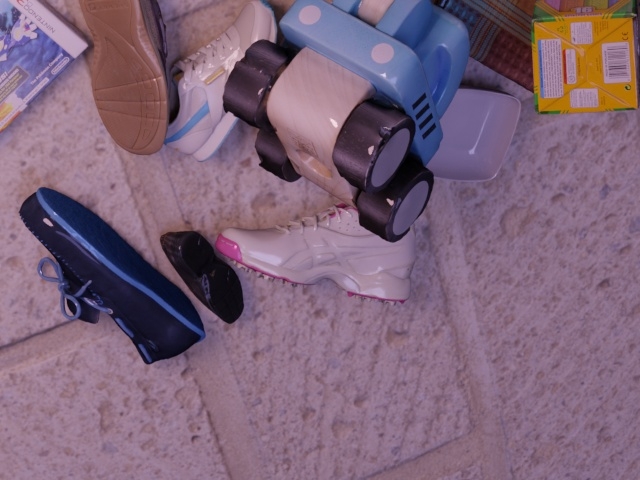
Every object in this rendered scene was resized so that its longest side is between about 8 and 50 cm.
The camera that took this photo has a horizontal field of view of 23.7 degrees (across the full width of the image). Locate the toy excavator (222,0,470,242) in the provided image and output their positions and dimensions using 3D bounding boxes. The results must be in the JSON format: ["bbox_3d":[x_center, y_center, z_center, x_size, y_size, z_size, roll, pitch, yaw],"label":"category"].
[{"bbox_3d":[0.092,-0.285,1.857,0.445,0.222,0.433,-55,157,-13],"label":"toy excavator"}]

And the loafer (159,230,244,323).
[{"bbox_3d":[-0.162,0.047,2.107,0.062,0.061,0.170,-47,128,-25],"label":"loafer"}]

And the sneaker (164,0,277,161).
[{"bbox_3d":[-0.134,-0.210,1.940,0.092,0.087,0.229,23,108,-29],"label":"sneaker"}]

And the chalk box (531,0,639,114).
[{"bbox_3d":[0.343,-0.265,1.954,0.132,0.213,0.132,-2,117,12],"label":"chalk box"}]

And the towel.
[{"bbox_3d":[0.322,-0.384,2.007,0.271,0.040,0.370,24,100,-31],"label":"towel"}]

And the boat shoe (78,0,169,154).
[{"bbox_3d":[-0.232,-0.244,1.870,0.102,0.092,0.285,0,121,20],"label":"boat shoe"}]

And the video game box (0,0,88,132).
[{"bbox_3d":[-0.417,-0.230,1.840,0.205,0.048,0.187,-44,123,8],"label":"video game box"}]

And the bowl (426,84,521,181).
[{"bbox_3d":[0.196,-0.156,2.123,0.142,0.053,0.142,4,118,-25],"label":"bowl"}]

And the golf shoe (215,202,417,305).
[{"bbox_3d":[0.000,0.000,2.124,0.306,0.115,0.140,11,100,-29],"label":"golf shoe"}]

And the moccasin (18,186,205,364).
[{"bbox_3d":[-0.288,0.068,2.022,0.117,0.138,0.342,-37,125,9],"label":"moccasin"}]

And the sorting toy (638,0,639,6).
[{"bbox_3d":[0.471,-0.339,2.095,0.102,0.042,0.061,-14,136,-56],"label":"sorting toy"}]

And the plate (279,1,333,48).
[{"bbox_3d":[0.024,-0.235,2.024,0.188,0.024,0.188,-10,122,-16],"label":"plate"}]
